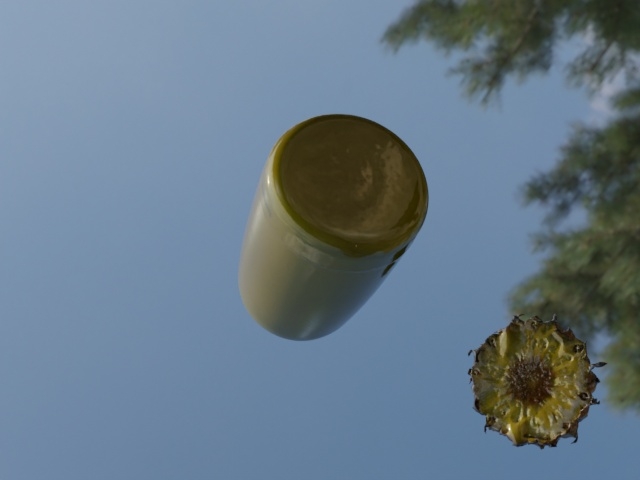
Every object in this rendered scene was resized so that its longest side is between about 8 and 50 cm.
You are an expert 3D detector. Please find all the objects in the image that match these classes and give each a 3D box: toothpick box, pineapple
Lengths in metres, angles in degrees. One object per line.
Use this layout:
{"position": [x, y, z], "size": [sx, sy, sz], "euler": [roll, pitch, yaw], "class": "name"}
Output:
{"position": [0.000, 0.000, 1.408], "size": [0.175, 0.271, 0.175], "euler": [7, -120, -12], "class": "toothpick box"}
{"position": [0.318, 0.207, 1.881], "size": [0.221, 0.221, 0.047], "euler": [55, -161, 26], "class": "pineapple"}
